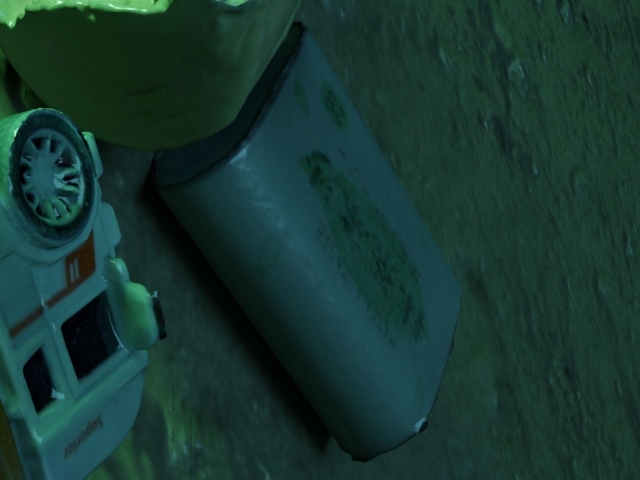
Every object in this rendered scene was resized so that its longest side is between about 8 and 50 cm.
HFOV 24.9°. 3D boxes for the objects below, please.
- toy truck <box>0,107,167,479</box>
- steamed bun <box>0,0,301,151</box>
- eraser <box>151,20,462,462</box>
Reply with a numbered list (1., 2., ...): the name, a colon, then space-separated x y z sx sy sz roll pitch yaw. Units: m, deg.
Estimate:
1. toy truck: -0.178 0.072 0.501 0.305 0.136 0.162 -43 120 -57
2. steamed bun: -0.083 -0.169 0.760 0.170 0.200 0.225 23 45 -5
3. eraser: 0.000 0.000 0.913 0.227 0.081 0.174 58 32 -28
